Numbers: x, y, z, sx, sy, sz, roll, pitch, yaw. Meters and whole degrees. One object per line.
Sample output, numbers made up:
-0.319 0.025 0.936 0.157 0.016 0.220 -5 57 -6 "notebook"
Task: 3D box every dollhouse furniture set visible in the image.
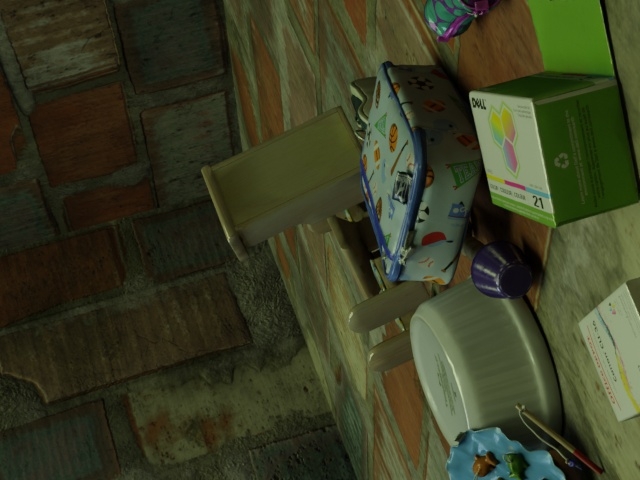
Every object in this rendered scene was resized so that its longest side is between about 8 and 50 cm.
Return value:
0.000 0.000 2.122 0.394 0.256 0.362 63 -178 -50 "dollhouse furniture set"

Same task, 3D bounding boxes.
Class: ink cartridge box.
0.223 -0.159 1.267 0.189 0.097 0.255 -142 37 -75 "ink cartridge box"
0.321 0.111 1.227 0.198 0.067 0.115 102 151 -72 "ink cartridge box"

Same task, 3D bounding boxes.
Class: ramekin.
0.223 0.184 1.734 0.273 0.127 0.273 162 90 -79 "ramekin"

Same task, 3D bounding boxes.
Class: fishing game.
0.245 0.328 1.629 0.189 0.041 0.264 40 134 9 "fishing game"

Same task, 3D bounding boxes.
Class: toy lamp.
0.217 0.020 1.677 0.275 0.080 0.080 -130 26 -73 "toy lamp"

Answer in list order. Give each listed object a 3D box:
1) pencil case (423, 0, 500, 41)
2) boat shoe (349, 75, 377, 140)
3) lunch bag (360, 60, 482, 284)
0.169 -0.287 1.474 0.151 0.064 0.070 156 117 -81 "pencil case"
0.097 -0.196 1.969 0.254 0.095 0.079 -123 21 -66 "boat shoe"
0.128 -0.088 1.696 0.303 0.115 0.243 -100 18 -52 "lunch bag"
